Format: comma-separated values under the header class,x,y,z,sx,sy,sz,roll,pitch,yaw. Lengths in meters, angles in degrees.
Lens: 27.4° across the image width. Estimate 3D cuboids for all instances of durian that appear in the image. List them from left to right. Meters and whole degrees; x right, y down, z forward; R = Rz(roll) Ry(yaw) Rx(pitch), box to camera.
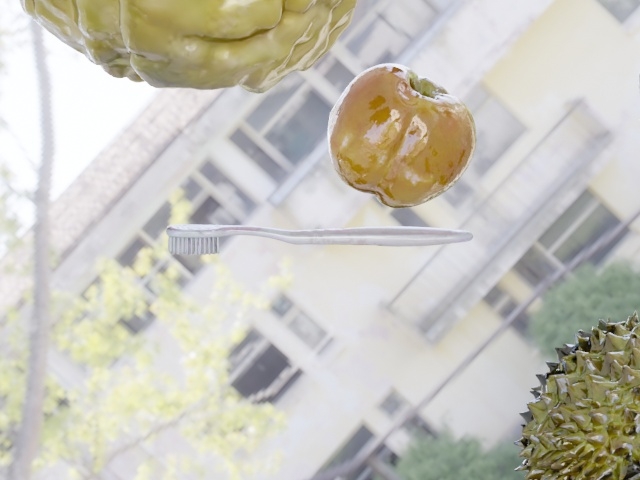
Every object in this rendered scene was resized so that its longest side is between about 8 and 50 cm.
class,x,y,z,sx,sy,sz,roll,pitch,yaw
durian,0.311,0.215,1.268,0.258,0.258,0.293,-58,-19,-69

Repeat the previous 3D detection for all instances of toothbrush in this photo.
class,x,y,z,sx,sy,sz,roll,pitch,yaw
toothbrush,0.000,0.000,1.311,0.025,0.307,0.029,-105,15,-75

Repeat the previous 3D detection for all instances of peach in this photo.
class,x,y,z,sx,sy,sz,roll,pitch,yaw
peach,0.074,-0.095,1.240,0.138,0.138,0.138,-47,4,4

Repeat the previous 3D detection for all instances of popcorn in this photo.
class,x,y,z,sx,sy,sz,roll,pitch,yaw
popcorn,-0.095,-0.203,0.883,0.332,0.265,0.225,106,177,-83

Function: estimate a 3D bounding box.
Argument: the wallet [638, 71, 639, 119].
class,x,y,z,sx,sy,sz,roll,pitch,yaw
wallet,0.225,-0.060,0.584,0.183,0.124,0.032,-25,23,-20
